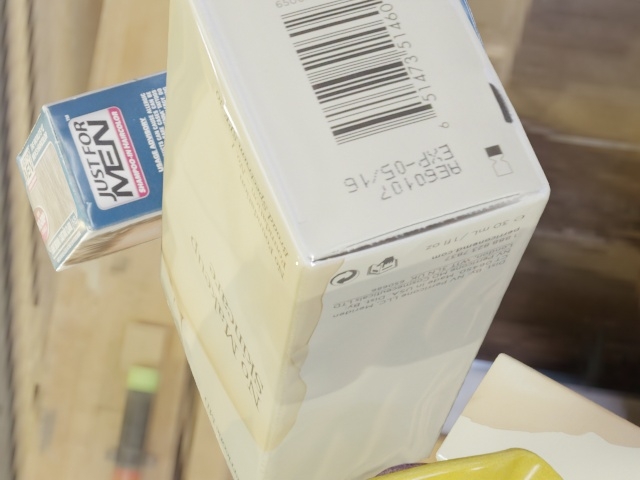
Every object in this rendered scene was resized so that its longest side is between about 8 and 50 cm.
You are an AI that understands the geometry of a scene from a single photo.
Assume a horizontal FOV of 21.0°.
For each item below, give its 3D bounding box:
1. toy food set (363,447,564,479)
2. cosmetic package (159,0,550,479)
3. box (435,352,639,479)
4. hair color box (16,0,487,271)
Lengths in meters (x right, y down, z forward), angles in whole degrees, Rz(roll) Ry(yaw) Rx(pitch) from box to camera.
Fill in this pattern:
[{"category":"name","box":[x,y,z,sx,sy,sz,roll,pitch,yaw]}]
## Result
[{"category":"toy food set","box":[-0.001,0.139,0.686,0.218,0.128,0.071,-12,-155,-11]},{"category":"cosmetic package","box":[0.000,0.000,0.828,0.113,0.160,0.309,-17,155,-15]},{"category":"box","box":[0.264,0.229,1.523,0.148,0.121,0.311,36,175,-40]},{"category":"hair color box","box":[-0.051,-0.086,1.361,0.347,0.105,0.174,-18,174,-19]}]
